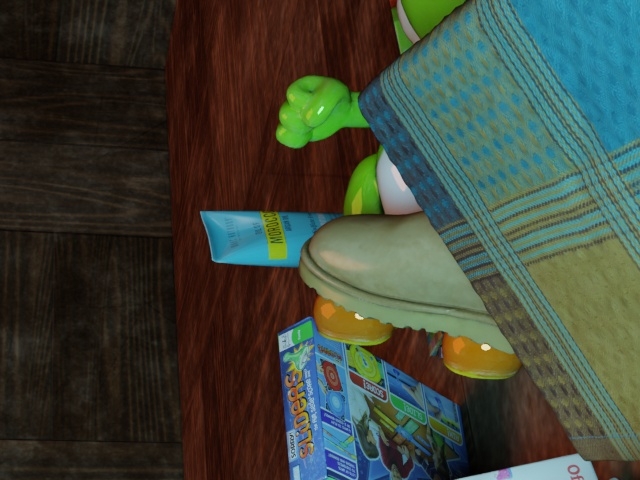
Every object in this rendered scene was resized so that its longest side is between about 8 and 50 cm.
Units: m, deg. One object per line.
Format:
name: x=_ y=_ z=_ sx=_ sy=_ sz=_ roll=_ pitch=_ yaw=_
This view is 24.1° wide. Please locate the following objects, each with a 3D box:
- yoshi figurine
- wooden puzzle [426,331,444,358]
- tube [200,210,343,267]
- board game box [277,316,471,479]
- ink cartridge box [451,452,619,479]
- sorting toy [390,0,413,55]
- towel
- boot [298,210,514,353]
yoshi figurine: x=0.091 y=-0.088 z=1.038 sx=0.203 sy=0.204 sz=0.362 roll=33 pitch=118 yaw=57
wooden puzzle: x=0.102 y=0.069 z=1.317 sx=0.049 sy=0.006 sz=0.083 roll=111 pitch=158 yaw=-54
tube: x=0.000 y=0.000 z=1.331 sx=0.080 sy=0.207 sz=0.052 roll=-113 pitch=28 yaw=-60
board game box: x=0.048 y=0.158 z=1.154 sx=0.035 sy=0.201 sz=0.136 roll=-29 pitch=48 yaw=28
ink cartridge box: x=0.125 y=0.200 z=0.914 sx=0.092 sy=0.143 sz=0.090 roll=-103 pitch=3 yaw=-50
sorting toy: x=0.079 y=-0.171 z=1.258 sx=0.193 sy=0.038 sz=0.208 roll=70 pitch=-166 yaw=-57
towel: x=0.148 y=-0.008 z=0.725 sx=0.271 sy=0.040 sz=0.370 roll=58 pitch=163 yaw=-1
boot: x=0.108 y=-0.073 z=0.923 sx=0.089 sy=0.236 sz=0.269 roll=-38 pitch=-41 yaw=-59
